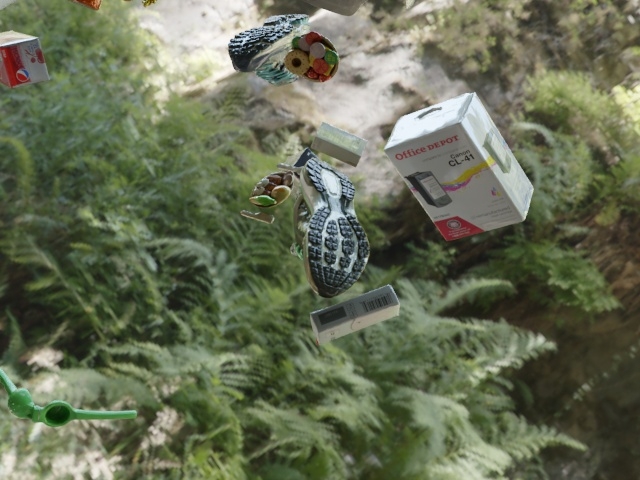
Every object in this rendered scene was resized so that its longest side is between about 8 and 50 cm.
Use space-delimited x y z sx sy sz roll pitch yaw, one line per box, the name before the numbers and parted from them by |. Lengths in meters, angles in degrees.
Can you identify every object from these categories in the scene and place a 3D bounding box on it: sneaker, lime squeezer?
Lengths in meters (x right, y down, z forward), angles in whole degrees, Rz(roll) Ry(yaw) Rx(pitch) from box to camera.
sneaker | 0.000 0.000 1.852 0.182 0.158 0.410 -56 -158 36
sneaker | -0.080 -0.348 1.536 0.110 0.283 0.122 2 -64 22
lime squeezer | -0.508 0.308 1.510 0.310 0.059 0.110 17 5 6

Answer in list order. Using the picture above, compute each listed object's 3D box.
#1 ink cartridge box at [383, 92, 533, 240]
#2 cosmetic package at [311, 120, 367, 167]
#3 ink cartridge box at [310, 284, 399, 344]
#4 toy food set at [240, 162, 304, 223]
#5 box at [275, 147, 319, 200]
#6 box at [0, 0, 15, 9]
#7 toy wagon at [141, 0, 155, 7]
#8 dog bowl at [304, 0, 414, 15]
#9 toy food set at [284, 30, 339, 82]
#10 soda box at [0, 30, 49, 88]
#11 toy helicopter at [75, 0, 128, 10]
ink cartridge box | 0.327 -0.165 1.902 0.226 0.131 0.306 -16 -55 40
cosmetic package | 0.043 -0.218 1.836 0.115 0.060 0.041 25 -39 0
ink cartridge box | 0.079 0.189 1.807 0.232 0.189 0.066 80 -12 -62
toy food set | -0.124 -0.136 2.087 0.132 0.192 0.039 14 -30 38
box | -0.037 -0.174 2.367 0.156 0.093 0.158 43 -20 -13
box | -0.481 -0.430 1.124 0.181 0.119 0.182 32 26 -14
toy wagon | -0.499 -0.708 1.935 0.344 0.267 0.068 47 -7 -34
dog bowl | 0.039 -0.564 1.524 0.349 0.348 0.102 48 -42 22
toy food set | -0.011 -0.281 1.242 0.083 0.020 0.083 32 -49 1
soda box | -0.664 -0.392 1.735 0.263 0.083 0.092 26 -49 54
toy helicopter | -0.506 -0.562 1.577 0.235 0.140 0.355 24 6 37
